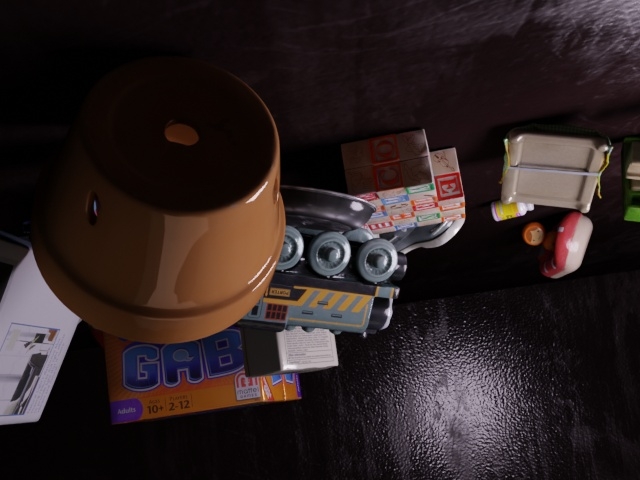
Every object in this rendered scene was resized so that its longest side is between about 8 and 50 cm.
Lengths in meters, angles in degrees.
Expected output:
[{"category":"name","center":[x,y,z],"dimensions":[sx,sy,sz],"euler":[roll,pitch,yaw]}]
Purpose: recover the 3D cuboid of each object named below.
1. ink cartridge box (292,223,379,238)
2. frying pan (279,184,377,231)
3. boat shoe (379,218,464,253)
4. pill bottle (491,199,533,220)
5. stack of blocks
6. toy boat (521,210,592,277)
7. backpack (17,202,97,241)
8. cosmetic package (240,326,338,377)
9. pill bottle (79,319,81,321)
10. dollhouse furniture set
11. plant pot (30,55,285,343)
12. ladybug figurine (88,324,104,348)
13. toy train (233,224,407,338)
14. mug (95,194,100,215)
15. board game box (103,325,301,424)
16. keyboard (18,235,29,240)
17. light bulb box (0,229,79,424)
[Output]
[{"category":"ink cartridge box","center":[0.000,0.000,1.503],"dimensions":[0.208,0.153,0.087],"euler":[-2,170,-24]},{"category":"frying pan","center":[-0.065,-0.062,1.177],"dimensions":[0.326,0.053,0.197],"euler":[12,172,-34]},{"category":"boat shoe","center":[0.173,-0.035,1.677],"dimensions":[0.099,0.116,0.319],"euler":[42,157,-15]},{"category":"pill bottle","center":[0.411,-0.071,1.713],"dimensions":[0.083,0.043,0.043],"euler":[-14,167,26]},{"category":"stack of blocks","center":[0.145,-0.092,1.318],"dimensions":[0.171,0.087,0.297],"euler":[-10,168,10]},{"category":"toy boat","center":[0.581,-0.001,2.012],"dimensions":[0.151,0.151,0.231],"euler":[21,168,3]},{"category":"backpack","center":[-0.373,-0.004,1.255],"dimensions":[0.173,0.158,0.117],"euler":[-33,164,38]},{"category":"cosmetic package","center":[-0.075,0.107,1.580],"dimensions":[0.160,0.309,0.113],"euler":[5,162,-45]},{"category":"pill bottle","center":[-0.622,0.135,1.696],"dimensions":[0.161,0.161,0.283],"euler":[3,164,-44]},{"category":"dollhouse furniture set","center":[0.451,-0.153,1.305],"dimensions":[0.302,0.151,0.197],"euler":[7,150,12]},{"category":"plant pot","center":[-0.165,-0.060,0.872],"dimensions":[0.291,0.291,0.203],"euler":[-4,151,-20]},{"category":"ladybug figurine","center":[-0.499,0.267,2.415],"dimensions":[0.305,0.162,0.449],"euler":[-18,165,39]},{"category":"toy train","center":[-0.013,0.066,1.370],"dimensions":[0.334,0.190,0.142],"euler":[8,-170,-23]},{"category":"mug","center":[-0.233,-0.049,1.066],"dimensions":[0.150,0.169,0.113],"euler":[-12,167,20]},{"category":"board game box","center":[-0.276,0.230,1.910],"dimensions":[0.356,0.356,0.356],"euler":[-11,168,10]},{"category":"keyboard","center":[-0.633,0.015,1.480],"dimensions":[0.256,0.014,0.072],"euler":[-7,168,-6]},{"category":"light bulb box","center":[-0.520,0.054,0.918],"dimensions":[0.358,0.225,0.361],"euler":[18,174,13]}]
